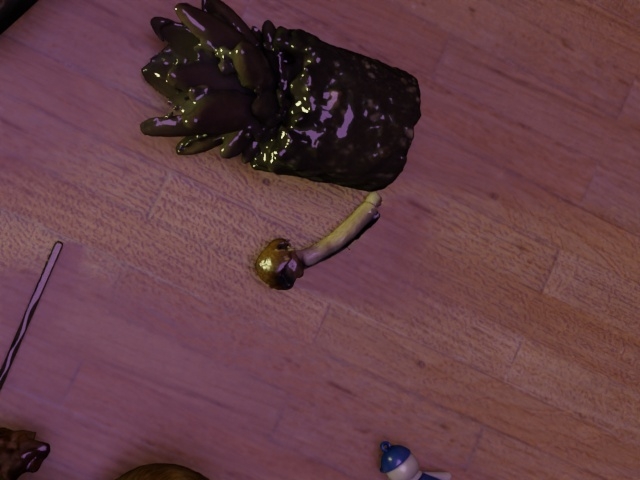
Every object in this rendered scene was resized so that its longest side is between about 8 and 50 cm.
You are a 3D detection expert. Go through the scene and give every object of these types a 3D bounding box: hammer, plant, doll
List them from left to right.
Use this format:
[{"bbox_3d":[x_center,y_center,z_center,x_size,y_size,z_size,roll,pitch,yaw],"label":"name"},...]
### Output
[{"bbox_3d":[-0.367,0.134,1.516,0.058,0.029,0.292,23,83,-13],"label":"hammer"},{"bbox_3d":[-0.050,-0.174,1.507,0.320,0.181,0.194,15,86,-16],"label":"plant"},{"bbox_3d":[0.119,0.307,1.595,0.099,0.057,0.143,-41,97,-31],"label":"doll"}]

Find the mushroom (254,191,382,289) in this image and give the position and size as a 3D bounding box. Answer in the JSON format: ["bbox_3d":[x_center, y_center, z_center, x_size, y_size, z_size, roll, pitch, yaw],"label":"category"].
[{"bbox_3d":[0.000,0.000,1.582,0.187,0.061,0.060,-31,109,-22],"label":"mushroom"}]

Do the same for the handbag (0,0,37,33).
[{"bbox_3d":[-0.368,-0.357,1.443,0.181,0.181,0.254,44,79,-10],"label":"handbag"}]

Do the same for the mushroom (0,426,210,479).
[{"bbox_3d":[-0.246,0.364,1.396,0.331,0.334,0.356,-31,112,-14],"label":"mushroom"}]
